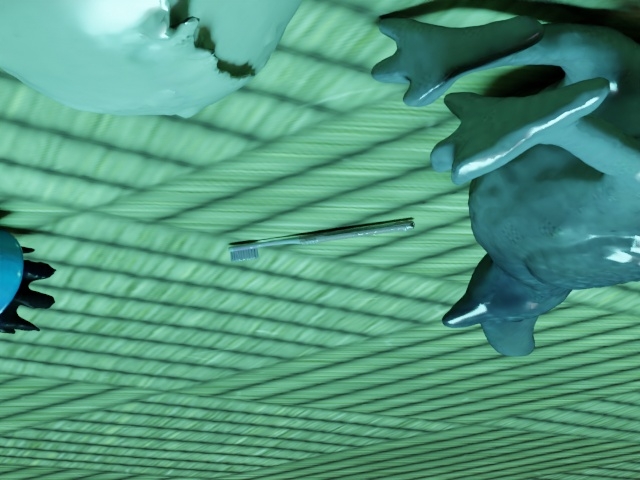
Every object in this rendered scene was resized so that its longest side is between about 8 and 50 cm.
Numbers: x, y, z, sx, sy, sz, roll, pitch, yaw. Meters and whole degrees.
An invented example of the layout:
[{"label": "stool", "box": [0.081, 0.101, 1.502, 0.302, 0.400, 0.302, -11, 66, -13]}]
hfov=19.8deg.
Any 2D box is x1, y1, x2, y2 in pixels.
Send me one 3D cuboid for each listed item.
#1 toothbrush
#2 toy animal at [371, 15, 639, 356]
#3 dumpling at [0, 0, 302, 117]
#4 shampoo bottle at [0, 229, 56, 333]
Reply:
[{"label": "toothbrush", "box": [0.000, 0.000, 0.909, 0.097, 0.008, 0.006, -9, 178, 16]}, {"label": "toy animal", "box": [0.120, -0.039, 0.666, 0.206, 0.081, 0.367, 13, 151, -35]}, {"label": "dumpling", "box": [-0.060, -0.087, 0.411, 0.127, 0.108, 0.188, 17, -173, 13]}, {"label": "shampoo bottle", "box": [-0.204, 0.012, 0.824, 0.183, 0.050, 0.087, 11, 156, -44]}]
